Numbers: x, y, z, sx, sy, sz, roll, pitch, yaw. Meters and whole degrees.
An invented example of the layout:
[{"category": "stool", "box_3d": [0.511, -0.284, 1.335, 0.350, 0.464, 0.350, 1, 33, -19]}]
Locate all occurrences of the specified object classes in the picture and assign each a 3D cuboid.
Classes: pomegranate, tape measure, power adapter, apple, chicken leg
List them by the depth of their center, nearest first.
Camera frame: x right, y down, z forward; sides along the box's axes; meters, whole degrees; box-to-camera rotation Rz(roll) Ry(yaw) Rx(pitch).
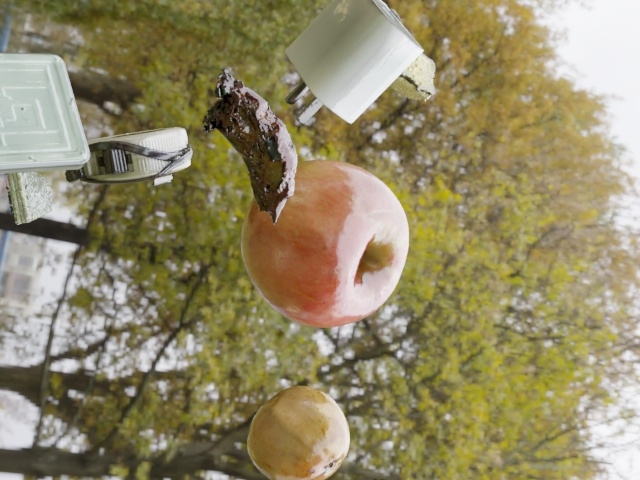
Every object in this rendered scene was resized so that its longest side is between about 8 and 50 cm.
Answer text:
[{"category": "chicken leg", "box_3d": [-0.096, -0.142, 1.375, 0.105, 0.234, 0.063, -30, -165, 18]}, {"category": "power adapter", "box_3d": [0.036, -0.322, 1.694, 0.255, 0.124, 0.187, -43, -133, 16]}, {"category": "pomegranate", "box_3d": [-0.043, 0.392, 1.878, 0.207, 0.207, 0.207, -38, -135, 53]}, {"category": "apple", "box_3d": [0.000, 0.000, 2.004, 0.364, 0.364, 0.364, -38, -135, 53]}, {"category": "tape measure", "box_3d": [-0.450, -0.195, 2.267, 0.231, 0.271, 0.133, 3, -78, 44]}]

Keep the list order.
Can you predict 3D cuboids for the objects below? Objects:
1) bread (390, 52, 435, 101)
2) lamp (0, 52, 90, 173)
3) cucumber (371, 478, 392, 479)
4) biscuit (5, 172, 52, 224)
[{"category": "bread", "box_3d": [0.168, -0.465, 2.418, 0.142, 0.266, 0.178, -31, -147, 51]}, {"category": "lamp", "box_3d": [-0.623, -0.260, 1.898, 0.047, 0.269, 0.266, -37, -113, 50]}, {"category": "cucumber", "box_3d": [0.106, 0.574, 2.078, 0.303, 0.072, 0.081, 131, -26, -56]}, {"category": "biscuit", "box_3d": [-0.651, -0.169, 2.082, 0.147, 0.046, 0.250, -54, 139, -75]}]
